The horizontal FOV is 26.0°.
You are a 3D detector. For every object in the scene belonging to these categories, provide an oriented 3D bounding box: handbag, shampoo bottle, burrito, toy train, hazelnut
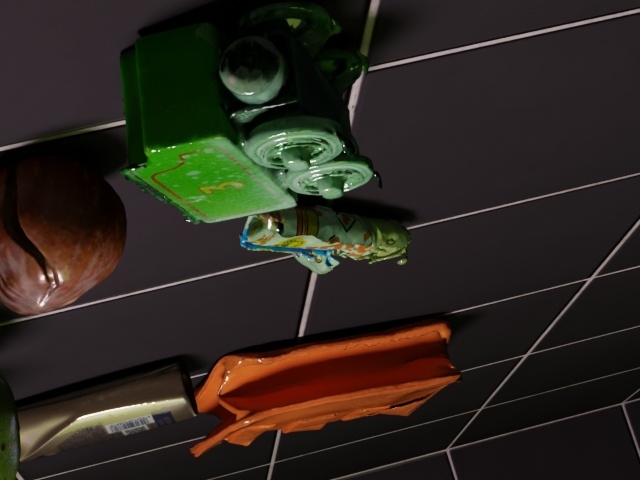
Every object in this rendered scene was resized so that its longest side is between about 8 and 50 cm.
[{"bbox_3d":[0.004,0.238,2.250,0.410,0.116,0.303,-8,164,-22],"label":"handbag"},{"bbox_3d":[-0.360,0.263,2.043,0.350,0.084,0.125,-16,160,0],"label":"shampoo bottle"},{"bbox_3d":[0.000,0.000,1.601,0.104,0.054,0.288,-28,159,34],"label":"burrito"},{"bbox_3d":[-0.058,-0.099,1.140,0.188,0.132,0.243,-11,164,12],"label":"toy train"},{"bbox_3d":[-0.246,-0.001,1.254,0.143,0.143,0.154,0,158,-42],"label":"hazelnut"}]

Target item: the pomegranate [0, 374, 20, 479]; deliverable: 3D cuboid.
[{"bbox_3d":[-0.457,0.219,1.589,0.254,0.254,0.270,-25,-177,26],"label":"pomegranate"}]
